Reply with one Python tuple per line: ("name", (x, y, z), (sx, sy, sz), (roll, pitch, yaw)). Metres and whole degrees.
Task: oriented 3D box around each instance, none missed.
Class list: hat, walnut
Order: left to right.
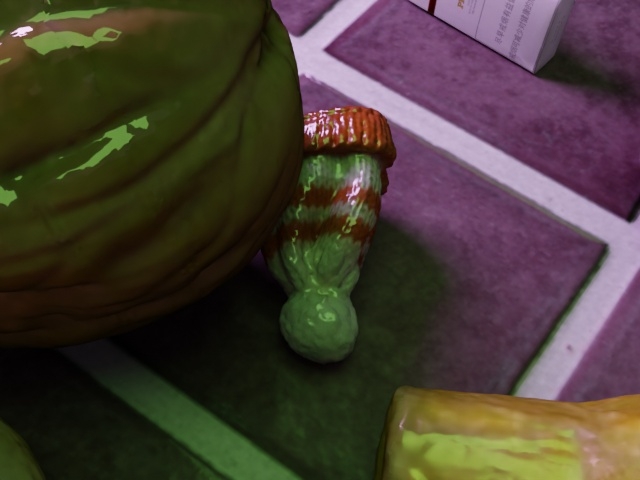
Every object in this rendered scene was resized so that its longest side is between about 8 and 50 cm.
("walnut", (-0.177, -0.080, 0.545), (0.333, 0.332, 0.332), (2, 55, -3))
("hat", (0.000, 0.000, 0.637), (0.112, 0.093, 0.162), (-10, 59, 20))

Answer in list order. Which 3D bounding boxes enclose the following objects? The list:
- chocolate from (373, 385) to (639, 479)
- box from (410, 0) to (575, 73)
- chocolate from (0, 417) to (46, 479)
("chocolate", (0.249, 0.165, 0.520), (0.446, 0.162, 0.162), (9, 55, 6))
("box", (0.134, -0.214, 0.799), (0.154, 0.084, 0.040), (37, 61, 19))
("chocolate", (-0.168, 0.208, 0.455), (0.134, 0.134, 0.309), (-23, 58, -19))
